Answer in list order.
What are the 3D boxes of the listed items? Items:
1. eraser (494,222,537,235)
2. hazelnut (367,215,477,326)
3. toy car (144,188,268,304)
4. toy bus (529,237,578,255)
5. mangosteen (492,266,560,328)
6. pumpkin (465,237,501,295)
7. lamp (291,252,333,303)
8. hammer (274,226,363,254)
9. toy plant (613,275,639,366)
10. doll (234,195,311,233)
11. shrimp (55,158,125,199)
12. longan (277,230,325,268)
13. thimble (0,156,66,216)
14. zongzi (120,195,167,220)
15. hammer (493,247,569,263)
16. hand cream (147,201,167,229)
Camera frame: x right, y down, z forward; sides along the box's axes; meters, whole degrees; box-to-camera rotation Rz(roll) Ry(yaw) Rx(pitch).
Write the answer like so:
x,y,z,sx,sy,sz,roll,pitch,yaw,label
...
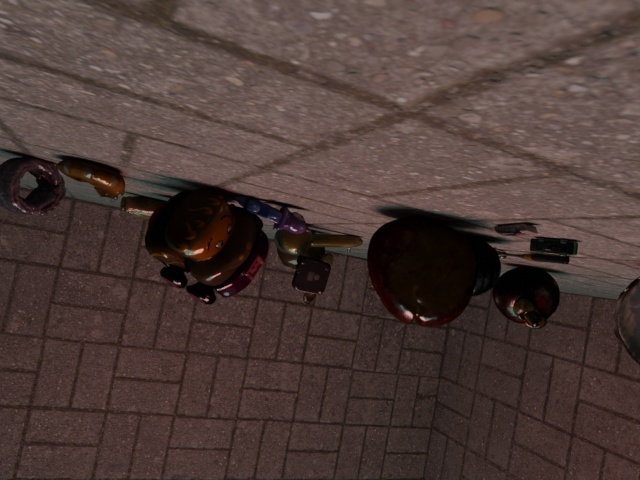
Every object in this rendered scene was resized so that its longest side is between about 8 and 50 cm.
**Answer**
x,y,z,sx,sy,sz,roll,pitch,yaw,label
0.340,-0.018,0.852,0.027,0.019,0.099,12,176,-13,eraser
0.207,0.057,0.986,0.217,0.234,0.218,-29,-176,2,hazelnut
-0.309,-0.015,1.229,0.340,0.271,0.240,19,158,33,toy car
0.445,0.012,0.929,0.037,0.031,0.083,4,-178,-42,toy bus
0.706,0.199,1.656,0.215,0.216,0.216,11,177,1,mangosteen
0.319,0.064,1.143,0.201,0.141,0.202,-5,-172,1,pumpkin
-0.041,0.141,1.692,0.124,0.203,0.283,17,-175,2,lamp
0.000,0.000,1.697,0.305,0.113,0.202,3,-178,-15,hammer
0.834,0.187,1.074,0.332,0.247,0.247,10,178,-37,toy plant
-0.113,-0.063,1.193,0.205,0.067,0.110,23,-173,-17,doll
-0.549,-0.144,1.181,0.152,0.063,0.287,14,173,-17,shrimp
-0.072,0.039,1.860,0.189,0.189,0.189,11,177,1,longan
-0.726,-0.134,1.213,0.097,0.150,0.150,6,175,27,thimble
-0.600,-0.118,1.738,0.176,0.079,0.160,-2,172,23,zongzi
0.521,0.040,1.225,0.078,0.021,0.201,13,176,-37,hammer
-0.455,-0.037,1.595,0.193,0.193,0.125,13,173,-33,hand cream
